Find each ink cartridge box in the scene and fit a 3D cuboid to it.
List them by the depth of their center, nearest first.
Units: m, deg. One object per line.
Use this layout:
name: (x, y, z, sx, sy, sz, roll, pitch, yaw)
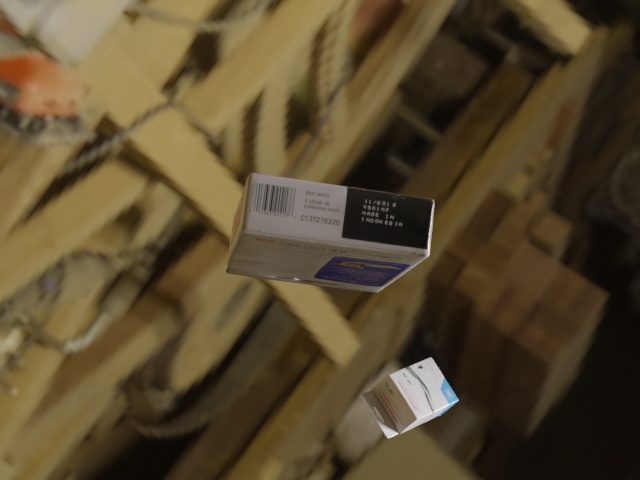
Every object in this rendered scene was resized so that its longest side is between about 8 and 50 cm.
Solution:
ink cartridge box: (0.079, 0.139, 1.605, 0.083, 0.048, 0.028, -18, 160, -50)
ink cartridge box: (0.000, 0.000, 1.836, 0.371, 0.175, 0.069, 123, -25, -79)
